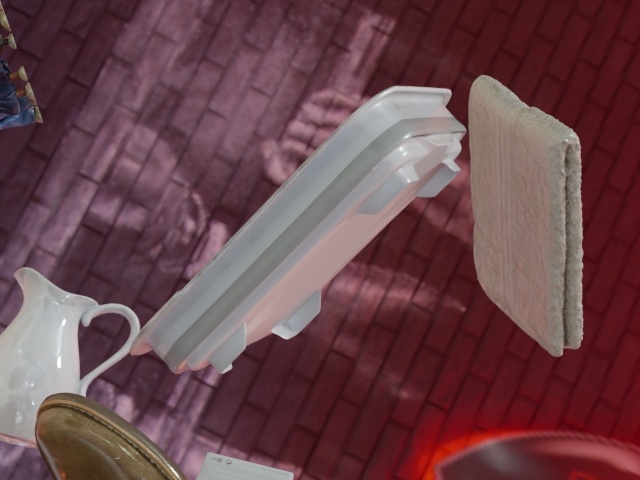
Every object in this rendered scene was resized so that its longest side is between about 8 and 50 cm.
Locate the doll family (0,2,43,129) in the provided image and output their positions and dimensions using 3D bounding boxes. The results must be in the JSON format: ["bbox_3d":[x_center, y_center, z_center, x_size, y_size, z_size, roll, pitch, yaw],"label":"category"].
[{"bbox_3d":[-0.366,-0.171,1.221,0.076,0.111,0.193,-131,-157,-61],"label":"doll family"}]

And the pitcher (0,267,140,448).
[{"bbox_3d":[-0.336,0.159,1.480,0.125,0.177,0.207,120,-14,-69],"label":"pitcher"}]

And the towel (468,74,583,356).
[{"bbox_3d":[0.229,-0.026,1.296,0.187,0.049,0.282,-132,-150,-54],"label":"towel"}]

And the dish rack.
[{"bbox_3d":[0.000,0.000,1.065,0.333,0.072,0.285,-46,170,18],"label":"dish rack"}]

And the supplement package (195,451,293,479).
[{"bbox_3d":[-0.134,0.440,1.621,0.244,0.133,0.139,-69,169,-50],"label":"supplement package"}]

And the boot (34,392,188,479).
[{"bbox_3d":[-0.157,0.269,0.970,0.112,0.305,0.115,-19,-164,39],"label":"boot"}]
